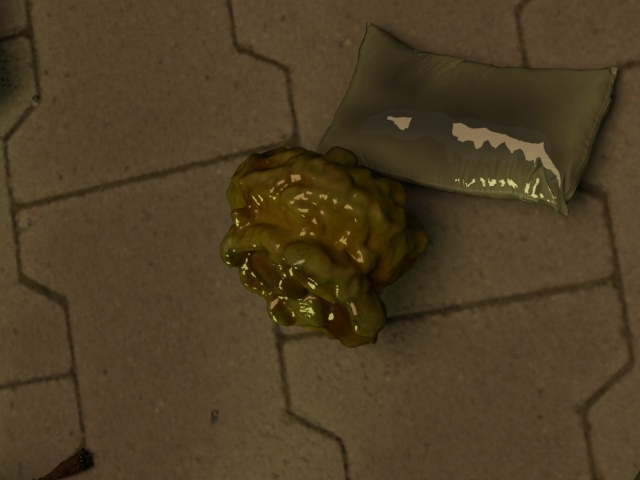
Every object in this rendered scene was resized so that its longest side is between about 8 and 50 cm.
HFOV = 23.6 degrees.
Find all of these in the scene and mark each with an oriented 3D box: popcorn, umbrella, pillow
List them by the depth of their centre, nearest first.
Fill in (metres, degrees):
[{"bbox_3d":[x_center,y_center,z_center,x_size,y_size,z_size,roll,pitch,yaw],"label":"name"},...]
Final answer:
[{"bbox_3d":[-0.004,0.003,1.363,0.198,0.197,0.155,24,78,23],"label":"popcorn"},{"bbox_3d":[0.127,-0.112,1.368,0.254,0.078,0.144,13,83,24],"label":"pillow"},{"bbox_3d":[-0.261,0.233,1.558,0.083,0.031,0.020,-24,110,24],"label":"umbrella"}]

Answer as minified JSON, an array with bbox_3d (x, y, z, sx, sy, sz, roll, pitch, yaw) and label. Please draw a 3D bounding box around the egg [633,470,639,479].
[{"bbox_3d":[0.358,0.216,1.174,0.295,0.218,0.218,-30,76,32],"label":"egg"}]
